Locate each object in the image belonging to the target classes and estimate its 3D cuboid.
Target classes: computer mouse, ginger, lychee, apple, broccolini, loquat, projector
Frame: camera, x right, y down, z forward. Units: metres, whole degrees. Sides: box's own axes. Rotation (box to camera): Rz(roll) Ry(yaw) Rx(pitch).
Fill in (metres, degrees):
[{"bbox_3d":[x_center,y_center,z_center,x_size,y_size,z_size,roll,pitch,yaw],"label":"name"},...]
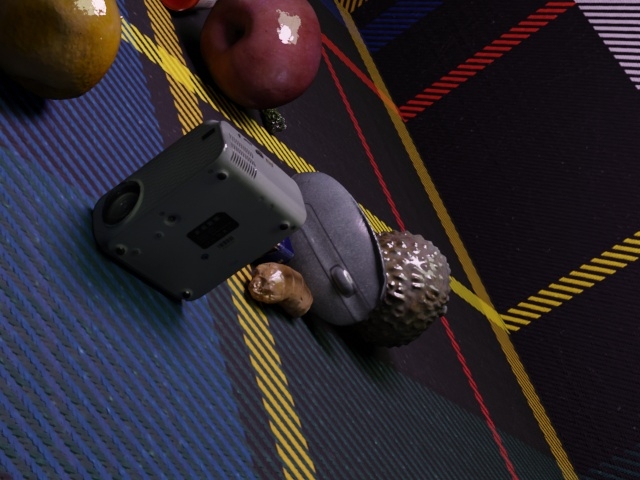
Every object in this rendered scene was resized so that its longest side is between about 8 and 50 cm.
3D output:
[{"bbox_3d":[-0.002,-0.001,1.944,0.374,0.203,0.114,58,-1,34],"label":"computer mouse"},{"bbox_3d":[-0.070,0.089,1.803,0.190,0.069,0.095,24,67,-61],"label":"ginger"},{"bbox_3d":[0.147,0.099,2.065,0.274,0.255,0.255,21,26,-8],"label":"lychee"},{"bbox_3d":[-0.142,-0.449,2.236,0.235,0.306,0.305,11,47,-54],"label":"apple"},{"bbox_3d":[-0.144,-0.352,2.445,0.054,0.051,0.239,26,27,-47],"label":"broccolini"},{"bbox_3d":[-0.394,-0.317,1.446,0.213,0.213,0.213,48,19,-23],"label":"loquat"},{"bbox_3d":[-0.178,-0.038,1.445,0.198,0.250,0.108,41,24,-41],"label":"projector"}]

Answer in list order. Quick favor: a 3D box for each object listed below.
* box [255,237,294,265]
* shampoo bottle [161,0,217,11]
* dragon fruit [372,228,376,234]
[{"bbox_3d":[-0.162,-0.064,1.826,0.259,0.071,0.168,38,25,-46],"label":"box"},{"bbox_3d":[-0.301,-0.611,2.375,0.104,0.104,0.278,54,18,-5],"label":"shampoo bottle"},{"bbox_3d":[0.048,0.024,2.198,0.153,0.153,0.111,44,-19,-33],"label":"dragon fruit"}]
